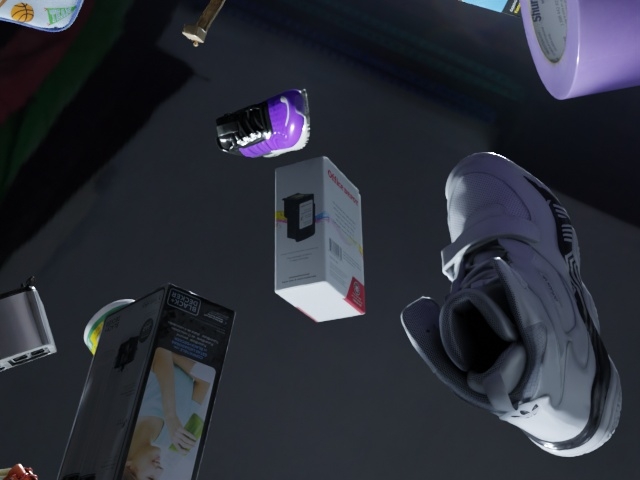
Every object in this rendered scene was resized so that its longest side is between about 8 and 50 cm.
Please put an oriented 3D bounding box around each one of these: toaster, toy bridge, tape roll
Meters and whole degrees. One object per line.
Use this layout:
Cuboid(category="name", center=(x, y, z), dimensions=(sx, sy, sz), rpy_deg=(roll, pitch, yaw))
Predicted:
Cuboid(category="toaster", center=(-0.521, 0.149, 1.596), dimensions=(0.168, 0.110, 0.185), rpy_deg=(-20, -8, -16))
Cuboid(category="toy bridge", center=(-0.151, -0.368, 1.414), dimensions=(0.063, 0.026, 0.188), rpy_deg=(23, -96, -75))
Cuboid(category="tape roll", center=(0.226, -0.219, 0.833), dimensions=(0.189, 0.080, 0.189), rpy_deg=(170, 90, -90))

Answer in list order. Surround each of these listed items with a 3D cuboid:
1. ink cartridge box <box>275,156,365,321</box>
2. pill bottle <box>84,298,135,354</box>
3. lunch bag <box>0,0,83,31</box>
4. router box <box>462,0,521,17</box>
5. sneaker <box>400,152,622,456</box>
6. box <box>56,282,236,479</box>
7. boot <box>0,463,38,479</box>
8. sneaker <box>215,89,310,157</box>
Cuboid(category="ink cartridge box", center=(0.000, 0.000, 1.269), dimensions=(0.127, 0.072, 0.175), rpy_deg=(41, -138, -55))
Cuboid(category="pill bottle", center=(-0.303, 0.208, 1.678), dimensions=(0.117, 0.208, 0.117), rpy_deg=(-32, -30, -21))
Cuboid(category="lunch bag", center=(-0.521, -0.496, 1.660), dimensions=(0.243, 0.303, 0.115), rpy_deg=(-62, 37, 27))
Cuboid(category="router box", center=(0.256, -0.420, 1.400), dimensions=(0.046, 0.133, 0.179), rpy_deg=(-95, 21, -54))
Cuboid(category="sneaker", center=(0.180, 0.035, 1.022), dimensions=(0.137, 0.210, 0.366), rpy_deg=(-32, 54, 27))
Cuboid(category="box", center=(-0.195, 0.207, 1.038), dimensions=(0.169, 0.087, 0.290), rpy_deg=(-26, 45, 50))
Cuboid(category="boot", center=(-0.353, 0.316, 1.202), dimensions=(0.059, 0.158, 0.084), rpy_deg=(-4, -92, -60))
Cuboid(category="sneaker", center=(-0.125, -0.216, 1.915), dimensions=(0.293, 0.146, 0.102), rpy_deg=(157, 108, -65))
